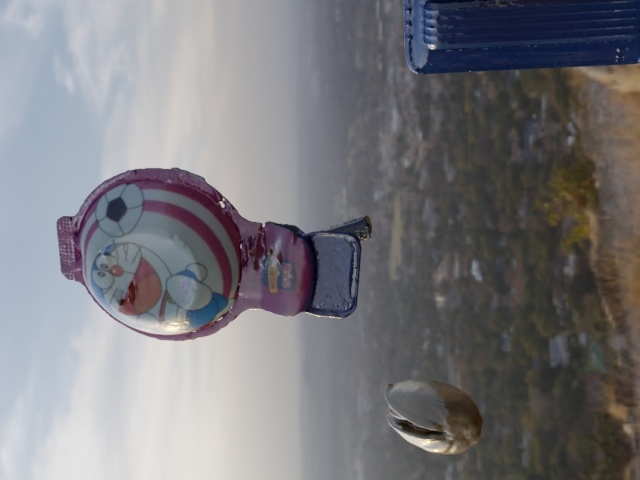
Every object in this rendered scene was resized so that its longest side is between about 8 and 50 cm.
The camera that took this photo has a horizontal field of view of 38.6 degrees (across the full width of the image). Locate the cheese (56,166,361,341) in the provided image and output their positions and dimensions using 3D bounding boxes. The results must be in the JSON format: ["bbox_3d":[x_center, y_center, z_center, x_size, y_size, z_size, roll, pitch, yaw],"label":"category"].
[{"bbox_3d":[-0.091,0.018,0.721,0.062,0.244,0.155,-73,-12,-64],"label":"cheese"}]

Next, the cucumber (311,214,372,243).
[{"bbox_3d":[0.000,0.000,1.383,0.039,0.163,0.043,52,-157,-54],"label":"cucumber"}]

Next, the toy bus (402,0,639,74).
[{"bbox_3d":[0.242,-0.300,1.097,0.175,0.288,0.138,-87,-7,-50],"label":"toy bus"}]

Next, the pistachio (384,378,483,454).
[{"bbox_3d":[0.212,0.327,1.722,0.215,0.144,0.144,17,111,51],"label":"pistachio"}]
